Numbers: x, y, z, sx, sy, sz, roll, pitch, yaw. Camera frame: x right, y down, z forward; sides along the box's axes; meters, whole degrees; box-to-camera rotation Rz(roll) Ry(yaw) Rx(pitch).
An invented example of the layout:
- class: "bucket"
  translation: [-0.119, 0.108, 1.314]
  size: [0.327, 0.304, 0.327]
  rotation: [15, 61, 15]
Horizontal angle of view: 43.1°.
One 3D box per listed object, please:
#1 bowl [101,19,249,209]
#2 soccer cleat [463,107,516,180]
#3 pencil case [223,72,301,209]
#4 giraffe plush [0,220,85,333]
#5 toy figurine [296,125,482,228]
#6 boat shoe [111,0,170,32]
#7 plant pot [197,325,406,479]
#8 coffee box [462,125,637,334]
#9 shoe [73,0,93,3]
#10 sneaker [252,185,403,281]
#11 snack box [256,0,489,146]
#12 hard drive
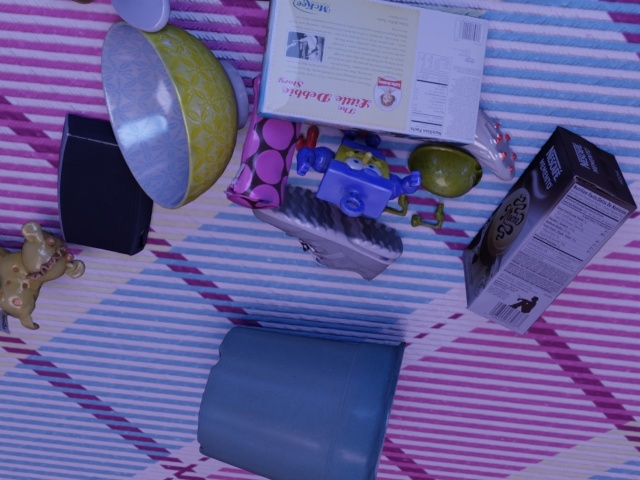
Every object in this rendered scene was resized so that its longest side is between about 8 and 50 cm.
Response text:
- class: "bowl"
  translation: [-0.206, -0.207, 1.254]
  size: [0.156, 0.289, 0.289]
  rotation: [-22, 132, -31]
- class: "soccer cleat"
  translation: [0.248, -0.171, 1.308]
  size: [0.076, 0.068, 0.196]
  rotation: [-22, 119, 37]
- class: "pencil case"
  translation: [-0.082, -0.151, 1.217]
  size: [0.098, 0.209, 0.095]
  rotation: [17, 171, -38]
- class: "giraffe plush"
  translation: [-0.540, 0.045, 1.487]
  size: [0.170, 0.210, 0.181]
  rotation: [-43, 145, 6]
- class: "toy figurine"
  translation: [0.074, -0.078, 1.294]
  size: [0.363, 0.217, 0.191]
  rotation: [22, 124, -8]
- class: "boat shoe"
  translation: [-0.274, -0.377, 1.153]
  size: [0.080, 0.076, 0.228]
  rotation: [-47, 71, 15]
- class: "plant pot"
  translation: [-0.036, 0.321, 1.536]
  size: [0.334, 0.341, 0.341]
  rotation: [12, 125, 8]
- class: "coffee box"
  translation: [0.364, -0.014, 1.336]
  size: [0.119, 0.168, 0.297]
  rotation: [25, 123, -11]
- class: "shoe"
  translation: [-0.404, -0.449, 1.194]
  size: [0.077, 0.058, 0.219]
  rotation: [-35, 120, 4]
- class: "sneaker"
  translation: [0.000, 0.000, 1.423]
  size: [0.281, 0.105, 0.115]
  rotation: [24, 124, -11]
- class: "snack box"
  translation: [0.077, -0.251, 1.177]
  size: [0.322, 0.060, 0.187]
  rotation: [7, 91, -13]
- class: "hard drive"
  translation: [-0.385, -0.089, 1.435]
  size: [0.172, 0.054, 0.254]
  rotation: [13, 125, -2]
